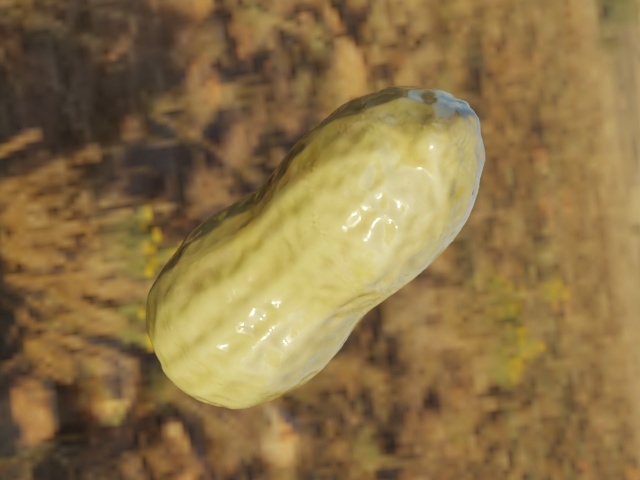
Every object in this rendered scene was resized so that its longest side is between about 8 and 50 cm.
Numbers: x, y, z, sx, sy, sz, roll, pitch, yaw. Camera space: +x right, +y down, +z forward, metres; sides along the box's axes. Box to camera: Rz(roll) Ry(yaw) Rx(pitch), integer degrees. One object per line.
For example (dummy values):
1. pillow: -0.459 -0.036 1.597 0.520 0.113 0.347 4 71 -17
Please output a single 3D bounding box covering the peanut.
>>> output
1. peanut: 0.000 0.000 1.168 0.123 0.257 0.123 36 27 -22
